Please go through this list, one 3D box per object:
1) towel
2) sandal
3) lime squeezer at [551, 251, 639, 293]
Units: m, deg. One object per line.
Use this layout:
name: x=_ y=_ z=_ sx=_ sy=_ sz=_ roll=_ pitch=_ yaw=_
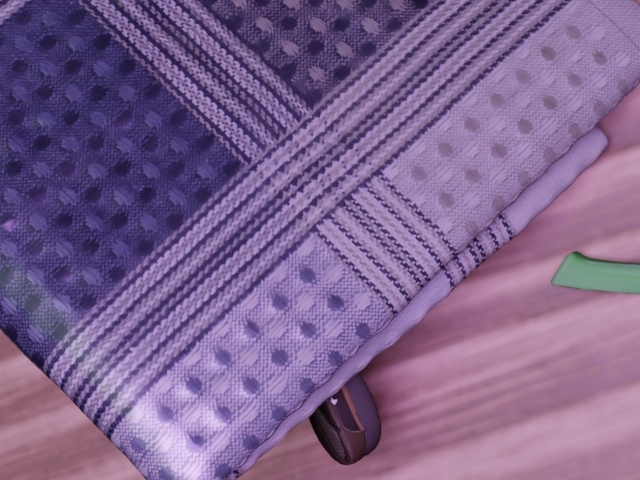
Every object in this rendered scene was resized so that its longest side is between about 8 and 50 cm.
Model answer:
towel: x=-0.045 y=-0.088 z=0.660 sx=0.324 sy=0.056 sz=0.312 roll=-43 pitch=80 yaw=-13
sandal: x=0.000 y=0.000 z=0.698 sx=0.060 sy=0.090 sz=0.219 roll=-16 pitch=69 yaw=-8
lime squeezer: x=0.249 y=0.064 z=0.600 sx=0.310 sy=0.059 sz=0.110 roll=38 pitch=102 yaw=20
